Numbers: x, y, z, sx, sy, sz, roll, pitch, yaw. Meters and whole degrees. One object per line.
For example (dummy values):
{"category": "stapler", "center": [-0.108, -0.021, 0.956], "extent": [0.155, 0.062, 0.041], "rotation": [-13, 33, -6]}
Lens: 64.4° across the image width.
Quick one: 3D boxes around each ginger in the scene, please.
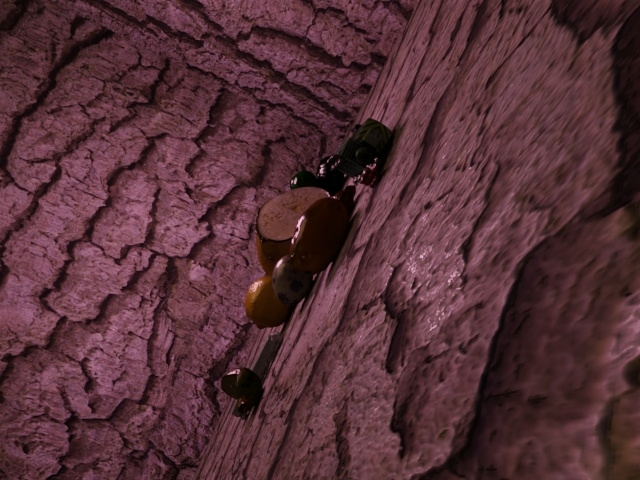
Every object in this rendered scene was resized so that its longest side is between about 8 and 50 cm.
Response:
{"category": "ginger", "center": [0.065, -0.103, 1.645], "extent": [0.162, 0.073, 0.103], "rotation": [-59, 18, -8]}

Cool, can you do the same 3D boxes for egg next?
{"category": "egg", "center": [-0.096, 0.136, 1.745], "extent": [0.141, 0.141, 0.182], "rotation": [161, 117, -83]}

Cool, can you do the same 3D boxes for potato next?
{"category": "potato", "center": [-0.120, -0.014, 2.229], "extent": [0.397, 0.289, 0.296], "rotation": [-52, -32, -37]}

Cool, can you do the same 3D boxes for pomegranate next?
{"category": "pomegranate", "center": [-0.254, 0.508, 1.725], "extent": [0.169, 0.122, 0.143], "rotation": [23, 120, 52]}

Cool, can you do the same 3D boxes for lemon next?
{"category": "lemon", "center": [-0.202, 0.243, 2.024], "extent": [0.192, 0.192, 0.231], "rotation": [139, 154, -78]}

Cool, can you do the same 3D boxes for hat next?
{"category": "hat", "center": [-0.121, -0.125, 2.395], "extent": [0.400, 0.285, 0.285], "rotation": [114, 178, -51]}

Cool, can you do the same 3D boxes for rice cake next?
{"category": "rice cake", "center": [-0.231, 0.487, 1.854], "extent": [0.337, 0.062, 0.066], "rotation": [-65, 8, -2]}

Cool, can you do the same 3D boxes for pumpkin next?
{"category": "pumpkin", "center": [0.049, -0.302, 2.404], "extent": [0.202, 0.140, 0.202], "rotation": [-169, 90, -81]}

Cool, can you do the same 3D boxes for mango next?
{"category": "mango", "center": [-0.009, -0.017, 1.506], "extent": [0.156, 0.151, 0.249], "rotation": [16, 75, 51]}

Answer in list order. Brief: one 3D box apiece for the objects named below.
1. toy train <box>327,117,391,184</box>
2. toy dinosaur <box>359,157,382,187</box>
{"category": "toy train", "center": [0.121, -0.276, 1.561], "extent": [0.178, 0.138, 0.330], "rotation": [-60, 6, 0]}
{"category": "toy dinosaur", "center": [0.140, -0.180, 1.360], "extent": [0.055, 0.049, 0.154], "rotation": [-63, -1, -19]}
